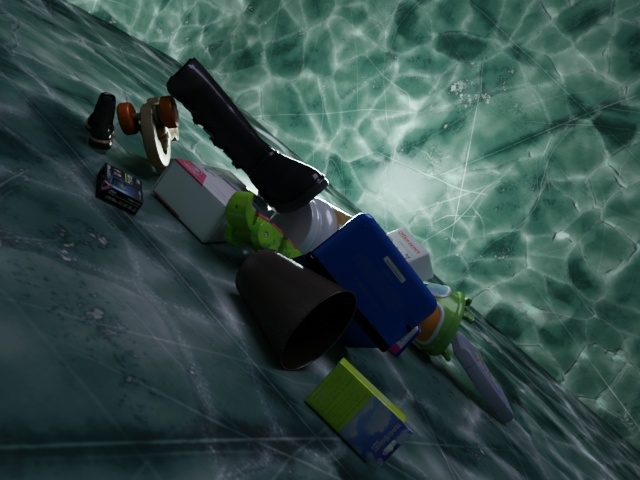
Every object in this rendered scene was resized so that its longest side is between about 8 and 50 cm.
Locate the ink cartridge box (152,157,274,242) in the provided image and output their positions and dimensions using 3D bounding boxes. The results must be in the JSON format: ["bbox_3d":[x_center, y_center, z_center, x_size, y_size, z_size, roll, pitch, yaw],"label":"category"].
[{"bbox_3d":[-0.281,-0.105,1.341,0.207,0.117,0.283,42,13,12],"label":"ink cartridge box"}]

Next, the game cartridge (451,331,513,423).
[{"bbox_3d":[0.554,0.468,1.685,0.297,0.062,0.198,55,9,-2],"label":"game cartridge"}]

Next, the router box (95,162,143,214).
[{"bbox_3d":[-0.450,-0.117,1.102,0.092,0.038,0.122,31,16,-35],"label":"router box"}]

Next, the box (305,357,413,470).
[{"bbox_3d":[0.072,0.319,0.910,0.178,0.109,0.042,42,12,11],"label":"box"}]

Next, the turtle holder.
[{"bbox_3d":[0.384,0.241,1.705,0.227,0.243,0.320,25,38,5],"label":"turtle holder"}]

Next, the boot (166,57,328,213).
[{"bbox_3d":[-0.205,-0.289,1.308,0.445,0.146,0.367,54,-19,-23],"label":"boot"}]

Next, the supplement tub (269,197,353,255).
[{"bbox_3d":[0.000,0.000,1.514,0.316,0.228,0.228,24,20,-47],"label":"supplement tub"}]

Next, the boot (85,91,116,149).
[{"bbox_3d":[-0.561,-0.336,1.279,0.076,0.137,0.198,4,30,-33],"label":"boot"}]

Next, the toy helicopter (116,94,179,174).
[{"bbox_3d":[-0.446,-0.291,1.408,0.355,0.140,0.235,-109,-171,-70],"label":"toy helicopter"}]

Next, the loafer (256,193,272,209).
[{"bbox_3d":[-0.165,-0.118,1.712,0.112,0.111,0.319,33,14,-24],"label":"loafer"}]

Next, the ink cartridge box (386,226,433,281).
[{"bbox_3d":[0.220,0.088,1.696,0.198,0.272,0.115,-123,-168,-55],"label":"ink cartridge box"}]

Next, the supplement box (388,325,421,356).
[{"bbox_3d":[0.180,0.230,1.494,0.220,0.111,0.114,38,13,-8],"label":"supplement box"}]

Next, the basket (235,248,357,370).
[{"bbox_3d":[-0.069,0.126,1.049,0.227,0.204,0.154,39,-12,38],"label":"basket"}]

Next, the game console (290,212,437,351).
[{"bbox_3d":[0.082,0.106,1.167,0.293,0.250,0.173,51,1,-13],"label":"game console"}]

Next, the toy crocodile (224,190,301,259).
[{"bbox_3d":[-0.133,0.003,1.254,0.115,0.105,0.340,3,-30,34],"label":"toy crocodile"}]
